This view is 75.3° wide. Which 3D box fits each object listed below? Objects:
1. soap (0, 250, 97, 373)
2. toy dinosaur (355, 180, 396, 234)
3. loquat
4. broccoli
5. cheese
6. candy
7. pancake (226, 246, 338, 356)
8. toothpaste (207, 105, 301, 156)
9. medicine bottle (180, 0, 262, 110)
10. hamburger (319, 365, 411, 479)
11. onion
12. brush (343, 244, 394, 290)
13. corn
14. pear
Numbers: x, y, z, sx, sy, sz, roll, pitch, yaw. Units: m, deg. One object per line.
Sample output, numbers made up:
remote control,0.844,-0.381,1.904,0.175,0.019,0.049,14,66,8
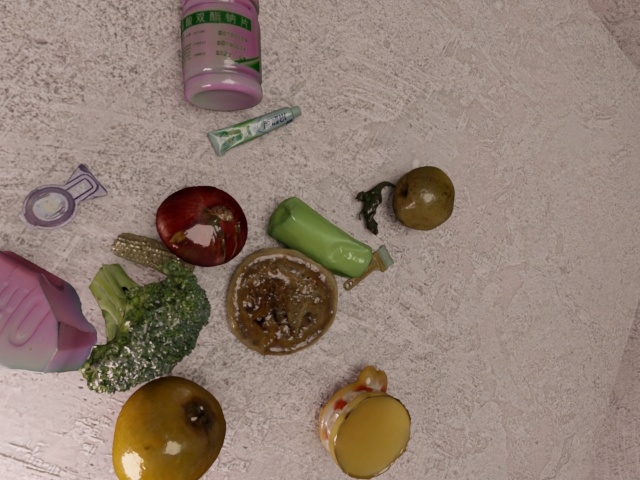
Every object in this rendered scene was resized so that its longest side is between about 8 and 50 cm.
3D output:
soap,-0.634,0.156,0.878,0.324,0.109,0.192,24,77,13
toy dinosaur,0.189,-0.119,1.447,0.179,0.087,0.187,-8,112,-63
loquat,-0.376,0.474,1.015,0.275,0.275,0.274,1,89,-27
broccoli,-0.427,0.207,1.025,0.249,0.302,0.375,28,104,-45
cheese,-0.632,-0.099,1.011,0.191,0.042,0.105,-44,109,-23
candy,0.000,0.000,1.283,0.344,0.132,0.142,31,63,-23
pancake,-0.109,0.191,1.244,0.356,0.065,0.356,-4,103,-18
toothpaste,-0.189,-0.341,1.243,0.297,0.048,0.074,-28,104,-21
medicine bottle,-0.264,-0.537,1.114,0.212,0.212,0.325,-1,90,-27
hamburger,0.133,0.560,1.308,0.261,0.186,0.302,20,90,-24
onion,-0.304,-0.048,1.099,0.248,0.248,0.161,13,125,-26
brush,0.163,0.105,1.432,0.218,0.010,0.082,-35,105,-22
corn,-0.434,0.038,1.093,0.211,0.087,0.087,23,79,-18
pear,0.352,-0.149,1.429,0.211,0.188,0.228,14,84,-42
